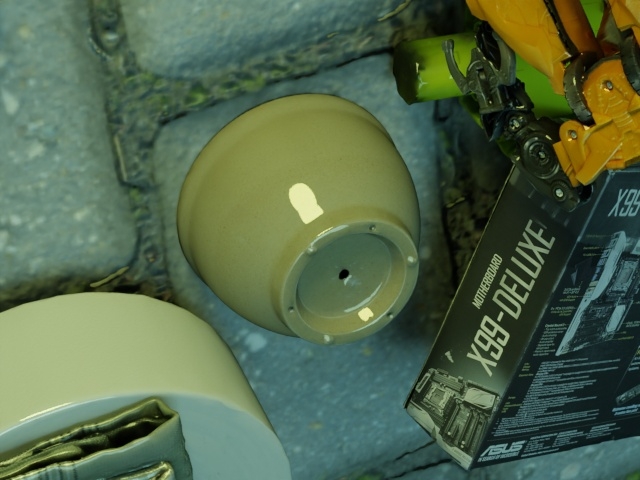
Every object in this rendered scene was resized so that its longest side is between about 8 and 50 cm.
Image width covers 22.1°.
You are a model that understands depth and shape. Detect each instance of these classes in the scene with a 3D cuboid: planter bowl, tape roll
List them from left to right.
[{"bbox_3d":[-0.167,0.172,1.091,0.286,0.100,0.286,-15,134,-16],"label":"tape roll"},{"bbox_3d":[0.000,0.000,1.069,0.162,0.109,0.162,-13,126,-19],"label":"planter bowl"}]

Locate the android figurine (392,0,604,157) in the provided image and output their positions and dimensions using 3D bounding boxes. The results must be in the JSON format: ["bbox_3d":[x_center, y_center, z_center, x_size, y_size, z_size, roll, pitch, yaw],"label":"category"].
[{"bbox_3d":[0.179,-0.169,1.078,0.273,0.056,0.248,-13,126,-18],"label":"android figurine"}]

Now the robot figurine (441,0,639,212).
[{"bbox_3d":[0.151,-0.160,0.914,0.085,0.211,0.291,-26,92,-44],"label":"robot figurine"}]

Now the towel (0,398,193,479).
[{"bbox_3d":[-0.211,0.265,1.038,0.312,0.056,0.324,-19,134,-13],"label":"towel"}]

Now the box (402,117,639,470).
[{"bbox_3d":[0.231,0.033,1.181,0.307,0.076,0.242,-3,125,-41],"label":"box"}]
